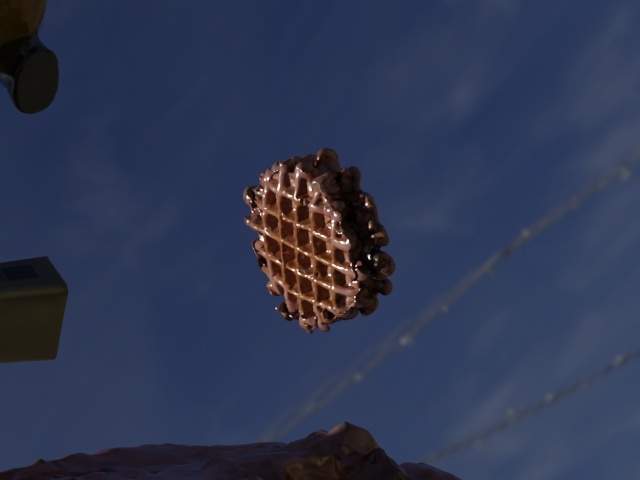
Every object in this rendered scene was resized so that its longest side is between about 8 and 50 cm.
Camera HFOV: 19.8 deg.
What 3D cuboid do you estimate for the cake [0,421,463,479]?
[{"bbox_3d":[-0.069,0.244,0.945,0.314,0.293,0.307,-1,-1,-25],"label":"cake"}]

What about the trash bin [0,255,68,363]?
[{"bbox_3d":[-0.216,0.049,1.181,0.092,0.043,0.061,-7,-54,-32],"label":"trash bin"}]

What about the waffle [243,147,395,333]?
[{"bbox_3d":[0.000,0.000,0.776,0.029,0.075,0.083,-23,-7,-34],"label":"waffle"}]

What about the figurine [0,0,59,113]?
[{"bbox_3d":[-0.285,-0.142,1.045,0.257,0.192,0.167,-16,-37,-30],"label":"figurine"}]
